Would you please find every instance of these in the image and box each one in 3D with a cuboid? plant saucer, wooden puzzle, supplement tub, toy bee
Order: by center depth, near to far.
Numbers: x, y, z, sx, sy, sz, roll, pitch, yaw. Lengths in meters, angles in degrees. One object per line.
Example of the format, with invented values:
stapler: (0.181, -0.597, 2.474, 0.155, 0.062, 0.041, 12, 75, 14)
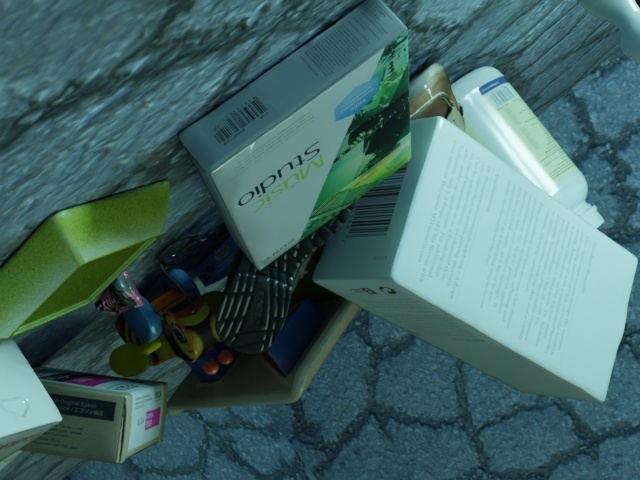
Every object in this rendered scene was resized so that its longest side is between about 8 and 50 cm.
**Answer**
plant saucer: (-0.243, 0.027, 1.079, 0.188, 0.045, 0.188, -41, 173, 29)
toy bee: (-0.201, 0.127, 1.516, 0.195, 0.162, 0.298, -34, 173, -11)
wooden puzzle: (-0.068, 0.108, 1.612, 0.348, 0.080, 0.322, -19, -152, 49)
supplement tub: (0.293, -0.100, 1.835, 0.235, 0.325, 0.235, -36, 174, -5)

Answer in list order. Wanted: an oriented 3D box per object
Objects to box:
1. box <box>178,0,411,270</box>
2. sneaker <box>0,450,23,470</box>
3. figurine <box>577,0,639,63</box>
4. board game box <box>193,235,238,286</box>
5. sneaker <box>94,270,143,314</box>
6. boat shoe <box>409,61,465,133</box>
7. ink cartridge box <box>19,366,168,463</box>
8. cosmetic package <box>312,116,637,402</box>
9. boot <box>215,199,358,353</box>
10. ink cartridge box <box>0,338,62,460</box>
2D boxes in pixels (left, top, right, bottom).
box: (-0.010, -0.097, 1.155, 0.232, 0.058, 0.322, -37, 164, -6)
sneaker: (-0.494, 0.308, 1.600, 0.229, 0.087, 0.092, -42, 169, -23)
figurine: (0.411, -0.316, 1.446, 0.092, 0.209, 0.215, -42, 172, 35)
board game box: (-0.079, -0.018, 1.681, 0.211, 0.039, 0.160, -41, 173, 30)
sneaker: (-0.255, 0.072, 1.373, 0.057, 0.047, 0.119, -25, 170, -9)
boat shoe: (0.158, -0.166, 1.559, 0.123, 0.116, 0.324, -38, 173, 9)
ink cartridge box: (-0.316, 0.219, 1.415, 0.193, 0.088, 0.234, 6, 176, 4)
cosmetic package: (0.226, 0.039, 1.507, 0.161, 0.453, 0.230, -3, -117, 51)
boot: (-0.049, -0.034, 1.449, 0.338, 0.118, 0.222, -58, -169, 17)
ink cartridge box: (-0.416, 0.208, 1.059, 0.273, 0.114, 0.198, -34, 174, 4)
